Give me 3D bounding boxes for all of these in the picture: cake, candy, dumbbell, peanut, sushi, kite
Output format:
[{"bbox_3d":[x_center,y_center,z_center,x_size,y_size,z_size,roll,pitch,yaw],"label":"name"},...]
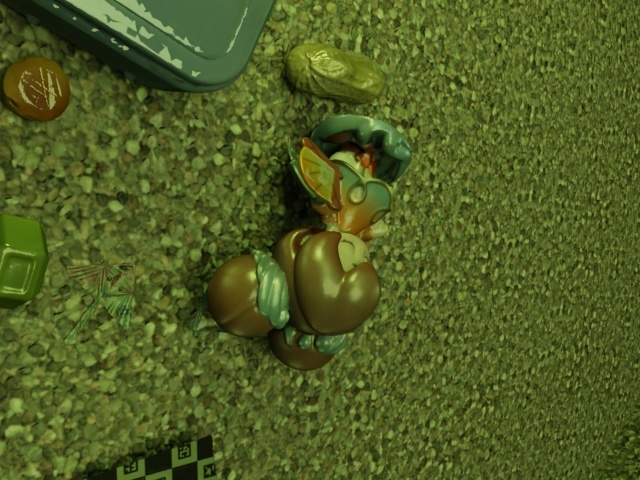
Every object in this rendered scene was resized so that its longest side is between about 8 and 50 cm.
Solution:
[{"bbox_3d":[-0.371,-0.196,0.806,0.084,0.044,0.084,-6,100,-42],"label":"cake"},{"bbox_3d":[-0.153,0.119,1.047,0.136,0.038,0.088,19,95,-42],"label":"candy"},{"bbox_3d":[-0.472,0.005,0.701,0.301,0.108,0.122,14,95,-41],"label":"dumbbell"},{"bbox_3d":[0.033,-0.297,1.108,0.214,0.098,0.090,2,70,-43],"label":"peanut"},{"bbox_3d":[-0.268,0.423,0.980,0.215,0.050,0.192,-10,99,-35],"label":"sushi"},{"bbox_3d":[-0.329,0.087,0.909,0.152,0.005,0.137,-48,122,-25],"label":"kite"}]

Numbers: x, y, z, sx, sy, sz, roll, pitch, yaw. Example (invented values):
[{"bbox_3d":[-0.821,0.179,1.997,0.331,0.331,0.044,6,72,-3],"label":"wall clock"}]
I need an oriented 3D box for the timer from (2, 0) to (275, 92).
[{"bbox_3d":[-0.224,-0.414,0.811,0.394,0.173,0.395,-9,106,-35],"label":"timer"}]

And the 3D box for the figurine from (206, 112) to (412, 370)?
[{"bbox_3d":[0.000,-0.001,1.030,0.276,0.248,0.388,37,54,-40],"label":"figurine"}]
